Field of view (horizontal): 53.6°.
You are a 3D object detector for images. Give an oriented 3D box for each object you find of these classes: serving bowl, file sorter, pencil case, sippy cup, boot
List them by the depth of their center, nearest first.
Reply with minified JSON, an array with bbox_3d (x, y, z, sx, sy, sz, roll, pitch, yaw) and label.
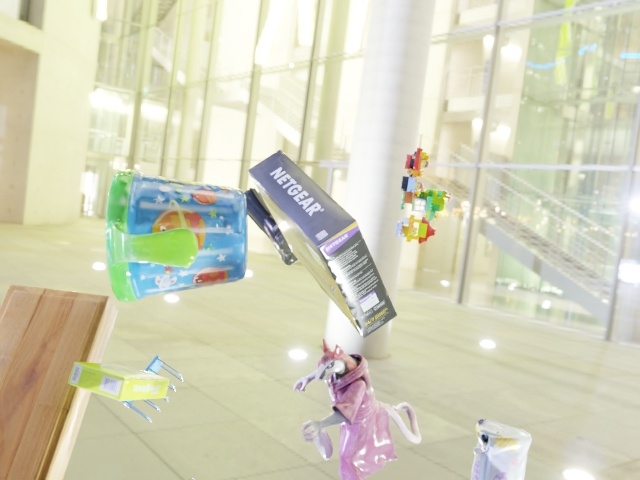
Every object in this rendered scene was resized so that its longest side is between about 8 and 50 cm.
[{"bbox_3d":[-0.241,-0.009,1.122,0.223,0.240,0.306,0,43,-6],"label":"sippy cup"},{"bbox_3d":[0.359,0.513,1.303,0.113,0.273,0.124,8,2,33],"label":"pencil case"},{"bbox_3d":[0.007,0.462,1.462,0.027,0.083,0.083,-29,3,0],"label":"serving bowl"},{"bbox_3d":[-0.142,-0.046,1.926,0.207,0.094,0.246,50,-4,21],"label":"boot"},{"bbox_3d":[-0.523,0.470,1.991,0.104,0.170,0.118,33,-24,6],"label":"file sorter"}]

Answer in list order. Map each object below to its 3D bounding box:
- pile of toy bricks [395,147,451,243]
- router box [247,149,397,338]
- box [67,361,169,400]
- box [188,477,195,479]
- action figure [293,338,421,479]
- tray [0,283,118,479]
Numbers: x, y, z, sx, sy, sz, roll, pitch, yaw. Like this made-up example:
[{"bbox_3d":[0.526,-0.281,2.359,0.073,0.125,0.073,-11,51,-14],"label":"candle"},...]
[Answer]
[{"bbox_3d":[0.231,-0.092,1.380,0.105,0.213,0.118,9,10,13],"label":"pile of toy bricks"},{"bbox_3d":[0.000,0.000,1.165,0.081,0.243,0.309,-33,39,-8],"label":"router box"},{"bbox_3d":[-0.353,0.255,1.142,0.108,0.043,0.178,13,-9,17],"label":"box"},{"bbox_3d":[-0.463,0.884,2.011,0.207,0.153,0.108,-22,16,-12],"label":"box"},{"bbox_3d":[0.086,0.369,1.410,0.275,0.370,0.248,-14,30,-2],"label":"action figure"},{"bbox_3d":[-0.532,0.282,1.142,0.202,0.411,0.076,6,-32,3],"label":"tray"}]
